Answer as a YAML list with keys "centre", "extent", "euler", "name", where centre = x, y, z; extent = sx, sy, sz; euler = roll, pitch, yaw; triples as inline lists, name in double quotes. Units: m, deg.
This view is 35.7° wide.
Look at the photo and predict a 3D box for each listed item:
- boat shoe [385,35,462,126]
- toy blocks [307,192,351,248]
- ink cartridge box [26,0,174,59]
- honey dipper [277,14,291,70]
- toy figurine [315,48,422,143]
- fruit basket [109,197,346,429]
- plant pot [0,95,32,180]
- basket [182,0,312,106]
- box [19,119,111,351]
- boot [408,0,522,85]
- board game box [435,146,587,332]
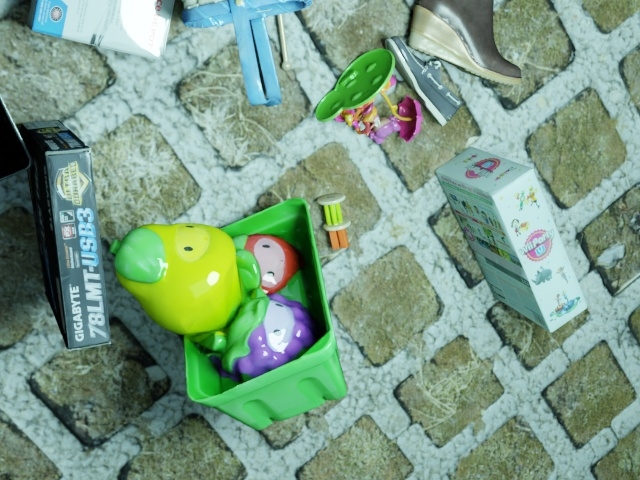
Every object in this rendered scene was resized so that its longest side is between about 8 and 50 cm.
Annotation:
- centre: [0.187, -0.296, 1.779]
  extent: [0.065, 0.075, 0.206]
  euler: [-39, 123, 2]
  name: "boat shoe"
- centre: [0.000, 0.000, 1.799]
  extent: [0.123, 0.054, 0.148]
  euler: [-16, 110, -17]
  name: "toy blocks"
- centre: [-0.337, -0.377, 1.543]
  extent: [0.203, 0.086, 0.148]
  euler: [10, 101, -25]
  name: "ink cartridge box"
- centre: [-0.068, -0.367, 1.686]
  extent: [0.031, 0.030, 0.160]
  euler: [-13, 111, -18]
  name: "honey dipper"
- centre: [0.105, -0.225, 1.760]
  extent: [0.173, 0.130, 0.159]
  euler: [-38, 127, 16]
  name: "toy figurine"
- centre: [-0.137, 0.076, 1.577]
  extent: [0.283, 0.392, 0.392]
  euler: [-23, 113, 9]
  name: "fruit basket"
- centre: [-0.557, -0.170, 1.467]
  extent: [0.188, 0.167, 0.187]
  euler: [-26, 113, -13]
  name: "plant pot"
- centre: [-0.111, -0.353, 1.556]
  extent: [0.201, 0.255, 0.288]
  euler: [-15, 95, 4]
  name: "basket"
- centre: [-0.388, -0.019, 1.506]
  extent: [0.073, 0.293, 0.295]
  euler: [-9, 108, -19]
  name: "box"
- centre: [0.291, -0.404, 1.784]
  extent: [0.249, 0.090, 0.206]
  euler: [19, 99, -21]
  name: "boot"
- centre: [0.353, -0.006, 1.845]
  extent: [0.098, 0.224, 0.303]
  euler: [-33, 114, -9]
  name: "board game box"
